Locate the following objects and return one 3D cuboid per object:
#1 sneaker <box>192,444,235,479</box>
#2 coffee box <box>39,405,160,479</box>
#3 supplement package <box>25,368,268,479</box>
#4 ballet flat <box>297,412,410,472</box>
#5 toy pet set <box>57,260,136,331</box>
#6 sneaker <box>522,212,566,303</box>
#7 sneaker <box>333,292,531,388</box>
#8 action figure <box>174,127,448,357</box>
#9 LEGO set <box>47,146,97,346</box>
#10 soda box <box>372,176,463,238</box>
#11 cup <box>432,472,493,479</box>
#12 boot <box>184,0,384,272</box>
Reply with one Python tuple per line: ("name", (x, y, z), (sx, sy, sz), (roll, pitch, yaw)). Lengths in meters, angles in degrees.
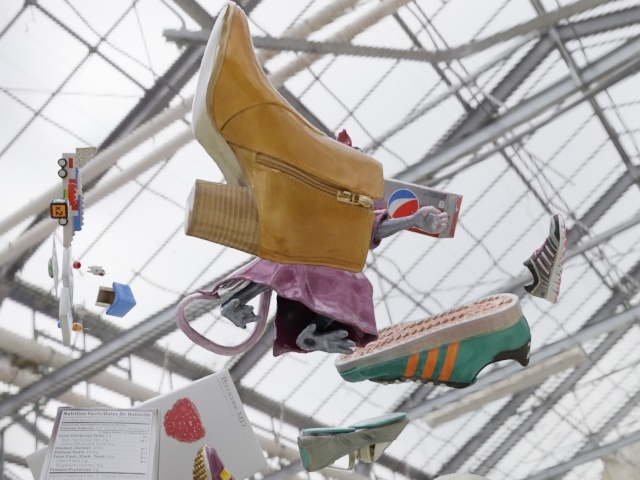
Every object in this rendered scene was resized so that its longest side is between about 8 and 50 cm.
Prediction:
("sneaker", (-0.121, 0.376, 1.235), (0.084, 0.185, 0.069), (-10, -20, -28))
("coffee box", (-0.226, 0.316, 0.869), (0.119, 0.297, 0.168), (3, -68, -9))
("supplement package", (-0.260, 0.341, 1.344), (0.175, 0.177, 0.293), (-30, -8, 38))
("ballet flat", (0.051, 0.298, 1.271), (0.213, 0.068, 0.072), (0, -10, -43))
("toy pet set", (-0.389, 0.108, 1.541), (0.065, 0.122, 0.114), (6, -10, 33))
("sneaker", (0.419, 0.031, 1.633), (0.074, 0.170, 0.063), (8, 5, 16))
("sneaker", (0.174, 0.183, 1.328), (0.302, 0.108, 0.121), (-18, -78, 14))
("action figure", (0.000, 0.000, 1.244), (0.275, 0.370, 0.248), (-26, -54, 38))
("LEGO set", (-0.324, -0.001, 1.152), (0.060, 0.182, 0.244), (-1, -40, -11))
("soda box", (0.138, -0.075, 1.707), (0.083, 0.263, 0.092), (0, -76, -60))
("cup", (0.227, 0.521, 1.395), (0.331, 0.237, 0.331), (10, -51, 12))
("boot", (-0.033, -0.111, 0.960), (0.211, 0.295, 0.104), (10, -22, -18))
